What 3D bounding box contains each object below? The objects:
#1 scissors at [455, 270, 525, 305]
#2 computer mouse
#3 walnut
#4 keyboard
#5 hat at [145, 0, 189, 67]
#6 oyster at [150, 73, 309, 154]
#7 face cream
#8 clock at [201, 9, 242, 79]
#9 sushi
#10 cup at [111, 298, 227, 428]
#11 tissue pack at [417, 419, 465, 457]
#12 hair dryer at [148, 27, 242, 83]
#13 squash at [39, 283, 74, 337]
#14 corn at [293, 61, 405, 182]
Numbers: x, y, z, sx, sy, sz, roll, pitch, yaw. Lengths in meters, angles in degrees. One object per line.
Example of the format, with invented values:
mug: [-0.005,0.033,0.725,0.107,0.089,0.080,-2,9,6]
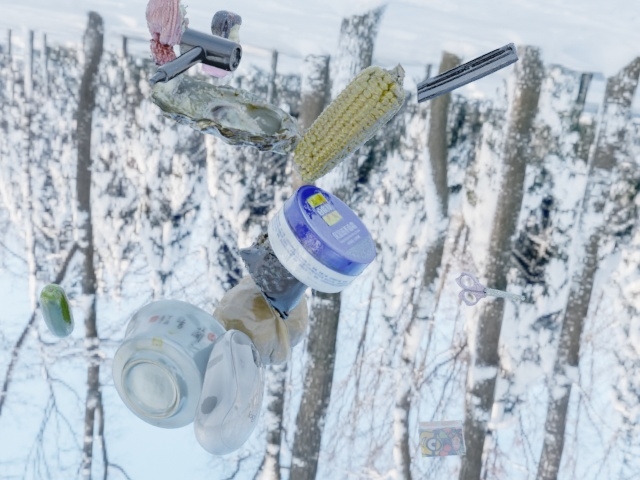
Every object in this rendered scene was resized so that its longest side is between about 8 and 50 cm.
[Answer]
scissors: [0.480,0.149,1.868,0.212,0.111,0.021,8,-151,44]
computer mouse: [-0.201,0.363,1.568,0.121,0.297,0.184,1,148,30]
walnut: [-0.174,0.234,1.928,0.296,0.286,0.285,-17,-158,-28]
keyboard: [0.342,-0.394,1.552,0.250,0.017,0.087,-20,-139,22]
hat: [-0.382,-0.572,1.642,0.107,0.287,0.237,-3,-147,-20]
oyster: [-0.197,-0.257,1.471,0.395,0.111,0.204,17,-147,-8]
face cream: [0.000,0.000,1.289,0.205,0.111,0.206,35,-153,-21]
clock: [-0.294,-0.595,1.994,0.100,0.196,0.194,16,-166,-9]
sushi: [-0.083,0.060,1.746,0.218,0.225,0.238,-36,-166,-7]
cup: [-0.393,0.340,1.673,0.346,0.348,0.163,10,-159,15]
tissue pack: [0.229,0.373,1.237,0.083,0.063,0.035,-6,-166,13]
hair dryer: [-0.270,-0.368,1.376,0.128,0.070,0.255,18,-141,11]
squash: [-0.617,0.179,1.549,0.066,0.066,0.252,5,147,-9]
corn: [0.059,-0.248,1.382,0.119,0.322,0.119,40,-161,-17]
